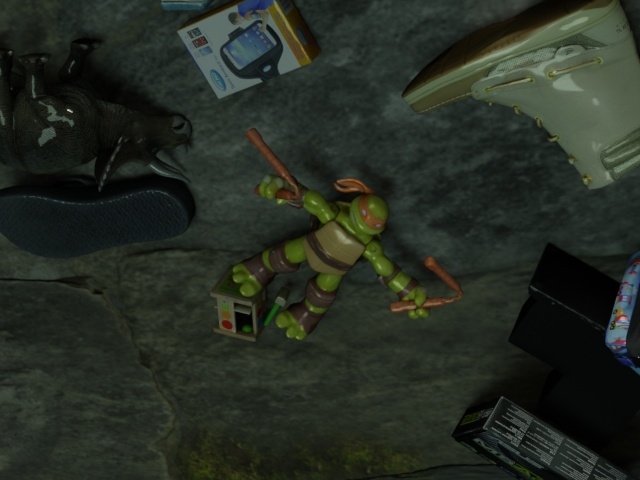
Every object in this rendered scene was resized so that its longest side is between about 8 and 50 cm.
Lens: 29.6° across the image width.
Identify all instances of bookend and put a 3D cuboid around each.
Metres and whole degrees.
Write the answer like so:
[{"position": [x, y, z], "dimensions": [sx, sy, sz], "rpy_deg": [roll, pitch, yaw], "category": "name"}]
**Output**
[{"position": [0.250, 0.112, 1.202], "dimensions": [0.156, 0.072, 0.157], "rpy_deg": [30, 132, 4], "category": "bookend"}]

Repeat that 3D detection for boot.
[{"position": [0.192, -0.114, 1.061], "dimensions": [0.213, 0.077, 0.165], "rpy_deg": [-21, 115, 34], "category": "boot"}]

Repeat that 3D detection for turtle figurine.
[{"position": [0.000, 0.000, 1.236], "dimensions": [0.269, 0.087, 0.217], "rpy_deg": [36, 136, -13], "category": "turtle figurine"}]

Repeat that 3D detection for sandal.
[{"position": [-0.258, -0.033, 1.375], "dimensions": [0.255, 0.054, 0.097], "rpy_deg": [-2, 131, 17], "category": "sandal"}]

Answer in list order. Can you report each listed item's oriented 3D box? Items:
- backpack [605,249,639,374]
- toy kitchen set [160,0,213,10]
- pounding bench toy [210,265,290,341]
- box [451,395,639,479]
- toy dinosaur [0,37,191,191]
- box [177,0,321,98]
[{"position": [0.359, 0.085, 1.081], "dimensions": [0.173, 0.158, 0.117], "rpy_deg": [37, 142, -18], "category": "backpack"}, {"position": [-0.008, -0.233, 1.010], "dimensions": [0.207, 0.166, 0.122], "rpy_deg": [2, 125, 26], "category": "toy kitchen set"}, {"position": [-0.073, 0.077, 1.355], "dimensions": [0.083, 0.052, 0.065], "rpy_deg": [12, 129, 18], "category": "pounding bench toy"}, {"position": [0.239, 0.233, 1.258], "dimensions": [0.191, 0.045, 0.184], "rpy_deg": [32, 170, 2], "category": "box"}, {"position": [-0.299, -0.127, 1.273], "dimensions": [0.314, 0.121, 0.160], "rpy_deg": [3, 112, 20], "category": "toy dinosaur"}, {"position": [-0.076, -0.190, 1.172], "dimensions": [0.136, 0.028, 0.081], "rpy_deg": [-17, 115, 33], "category": "box"}]
